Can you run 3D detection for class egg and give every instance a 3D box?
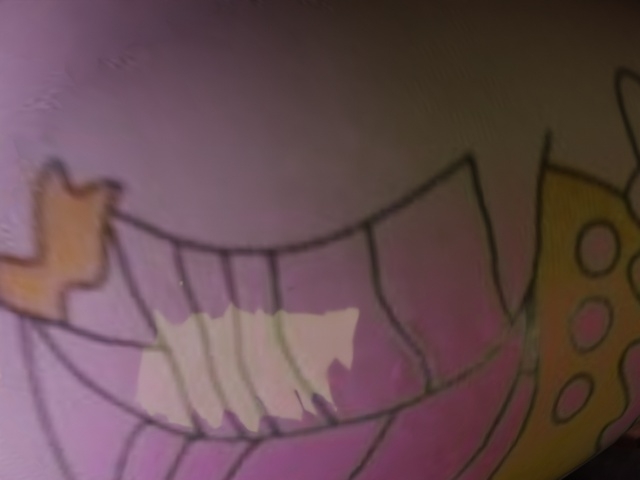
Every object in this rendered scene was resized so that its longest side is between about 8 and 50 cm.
[{"bbox_3d":[0.000,0.000,0.536,0.271,0.196,0.196,3,127,-11],"label":"egg"}]
